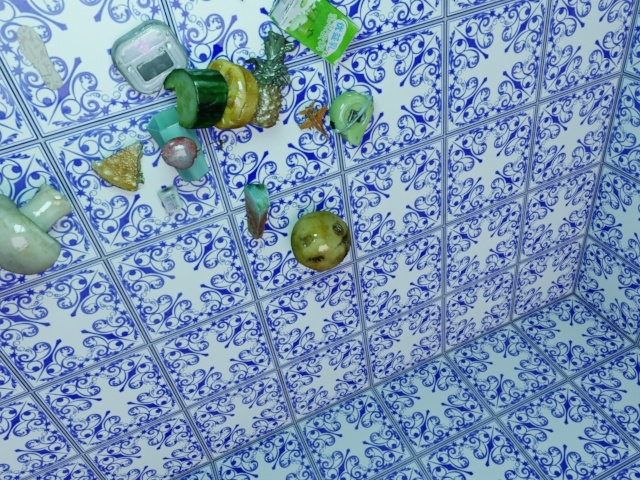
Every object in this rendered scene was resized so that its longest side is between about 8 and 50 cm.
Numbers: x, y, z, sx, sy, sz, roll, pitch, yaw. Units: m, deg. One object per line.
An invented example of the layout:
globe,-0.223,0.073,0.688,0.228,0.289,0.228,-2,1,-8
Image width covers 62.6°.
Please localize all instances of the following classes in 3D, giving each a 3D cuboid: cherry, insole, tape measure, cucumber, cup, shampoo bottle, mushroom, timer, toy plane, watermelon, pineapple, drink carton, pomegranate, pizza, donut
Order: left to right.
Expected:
mushroom,-0.934,-0.049,1.666,0.290,0.297,0.298,-50,134,-16
insole,-0.823,-0.534,1.545,0.065,0.006,0.194,-26,131,-10
pizza,-0.663,-0.268,1.789,0.185,0.052,0.195,31,109,-32
timer,-0.527,-0.567,1.637,0.208,0.069,0.191,-36,134,-2
shampoo bottle,-0.549,-0.147,1.939,0.072,0.043,0.099,-23,131,-11
cup,-0.470,-0.322,1.800,0.134,0.148,0.236,-48,138,-25
cherry,-0.415,-0.287,1.721,0.225,0.090,0.107,-8,118,-37
cucumber,-0.384,-0.451,1.652,0.130,0.191,0.191,-18,133,-45
donut,-0.304,-0.474,1.728,0.113,0.226,0.227,-9,129,-50
watermelon,-0.246,-0.094,2.091,0.094,0.154,0.241,-10,139,-21
pineapple,-0.185,-0.548,1.792,0.170,0.141,0.310,16,108,-8
drink carton,-0.020,-0.730,1.757,0.271,0.108,0.161,23,112,-38
toy plane,-0.013,-0.447,2.002,0.135,0.062,0.188,-39,145,2
pomegranate,0.000,0.000,2.209,0.260,0.260,0.261,-14,128,-18
tape measure,0.119,-0.477,2.009,0.175,0.106,0.200,13,114,-38
